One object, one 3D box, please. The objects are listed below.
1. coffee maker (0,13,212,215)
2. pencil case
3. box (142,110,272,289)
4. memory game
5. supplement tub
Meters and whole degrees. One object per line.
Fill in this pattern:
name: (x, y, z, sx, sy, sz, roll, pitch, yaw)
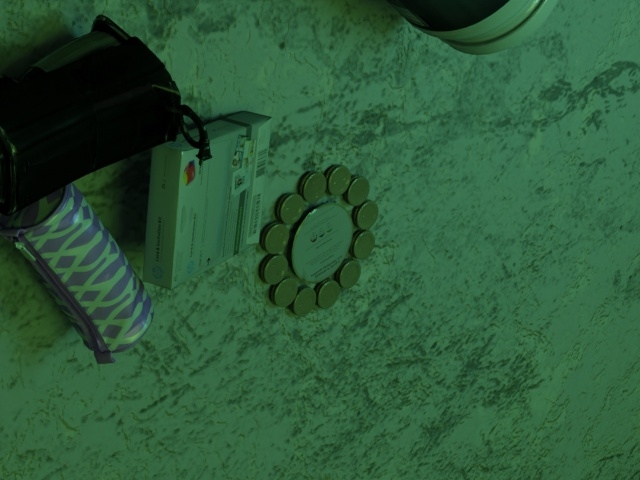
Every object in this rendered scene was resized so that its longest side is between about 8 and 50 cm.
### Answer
coffee maker: (-0.222, -0.106, 1.299, 0.178, 0.171, 0.120, -31, 128, -33)
pencil case: (-0.235, 0.024, 1.410, 0.206, 0.086, 0.088, 59, 32, -42)
box: (-0.113, -0.044, 1.498, 0.186, 0.038, 0.145, -33, 133, -60)
memory game: (0.000, 0.000, 1.703, 0.186, 0.012, 0.186, -23, 124, -39)
supplement tub: (0.124, -0.330, 1.538, 0.272, 0.191, 0.191, 33, 84, -48)
